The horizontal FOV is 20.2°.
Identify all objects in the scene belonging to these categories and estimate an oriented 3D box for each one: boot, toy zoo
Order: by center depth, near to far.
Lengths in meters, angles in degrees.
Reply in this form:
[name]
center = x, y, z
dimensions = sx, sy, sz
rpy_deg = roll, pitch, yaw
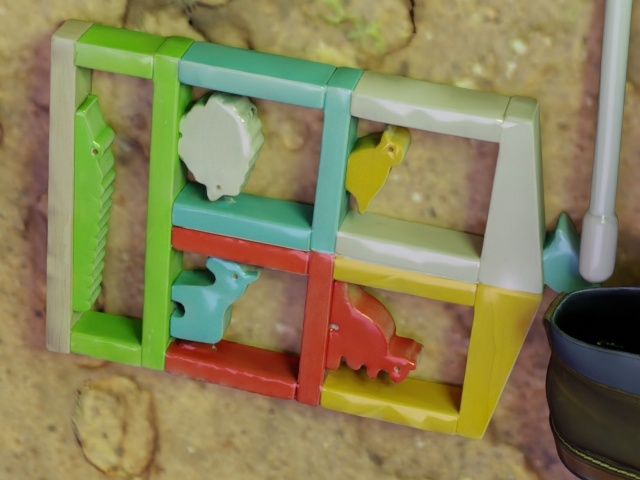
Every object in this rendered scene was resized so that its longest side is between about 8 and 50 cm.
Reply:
[boot]
center = 0.204, 0.086, 0.861
dimensions = 0.219, 0.082, 0.106
rpy_deg = 9, 141, 29
[toy zoo]
center = 0.000, 0.000, 0.936
dimensions = 0.293, 0.030, 0.192
rpy_deg = 12, 120, 9

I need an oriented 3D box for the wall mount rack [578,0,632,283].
[wall mount rack]
center = 0.222, -0.100, 0.771
dimensions = 0.350, 0.130, 0.304
rpy_deg = 6, 150, 14
